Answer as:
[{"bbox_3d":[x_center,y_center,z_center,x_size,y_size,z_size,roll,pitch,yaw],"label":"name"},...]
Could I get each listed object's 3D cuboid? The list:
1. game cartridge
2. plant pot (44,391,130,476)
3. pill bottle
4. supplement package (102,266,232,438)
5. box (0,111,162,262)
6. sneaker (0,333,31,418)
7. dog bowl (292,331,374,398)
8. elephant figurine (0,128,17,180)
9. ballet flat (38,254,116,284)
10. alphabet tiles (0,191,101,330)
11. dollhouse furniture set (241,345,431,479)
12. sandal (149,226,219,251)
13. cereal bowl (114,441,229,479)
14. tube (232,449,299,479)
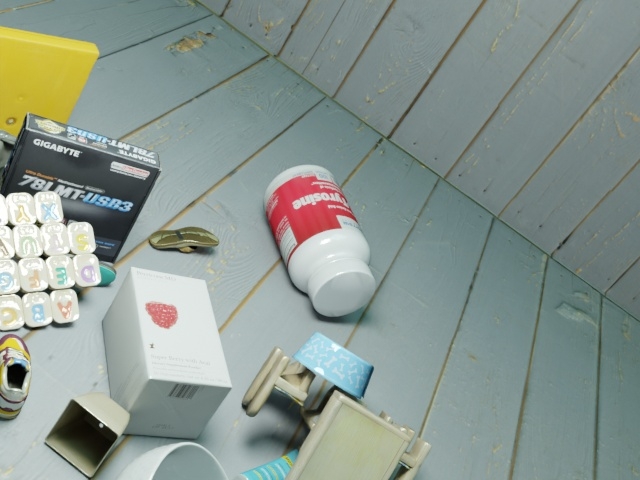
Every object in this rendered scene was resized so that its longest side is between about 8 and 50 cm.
[{"bbox_3d":[-0.711,-0.351,1.919,0.285,0.324,0.053,0,47,-45],"label":"game cartridge"},{"bbox_3d":[-0.409,0.337,1.475,0.109,0.109,0.096,37,18,4],"label":"plant pot"},{"bbox_3d":[0.000,0.000,2.220,0.229,0.229,0.408,12,37,-34],"label":"pill bottle"},{"bbox_3d":[-0.317,0.224,1.645,0.177,0.175,0.293,13,37,-32],"label":"supplement package"},{"bbox_3d":[-0.537,-0.103,1.771,0.295,0.293,0.073,16,36,-30],"label":"box"},{"bbox_3d":[-0.557,0.230,1.491,0.069,0.084,0.185,14,37,-32],"label":"sneaker"},{"bbox_3d":[0.037,0.264,1.742,0.166,0.074,0.297,31,-6,10],"label":"dog bowl"},{"bbox_3d":[-0.739,-0.204,1.767,0.169,0.239,0.186,17,35,-27],"label":"elephant figurine"},{"bbox_3d":[-0.544,0.055,1.769,0.203,0.074,0.074,3,43,-39],"label":"ballet flat"},{"bbox_3d":[-0.587,0.036,1.644,0.284,0.021,0.278,-4,80,-39],"label":"alphabet tiles"},{"bbox_3d":[0.010,0.430,1.638,0.362,0.256,0.394,33,-6,-6],"label":"dollhouse furniture set"},{"bbox_3d":[-0.346,0.005,2.060,0.180,0.049,0.072,-5,41,-28],"label":"sandal"},{"bbox_3d":[-0.250,0.497,1.284,0.339,0.141,0.339,-16,90,-73],"label":"cereal bowl"},{"bbox_3d":[-0.091,0.477,1.648,0.207,0.052,0.080,0,50,-54],"label":"tube"}]
